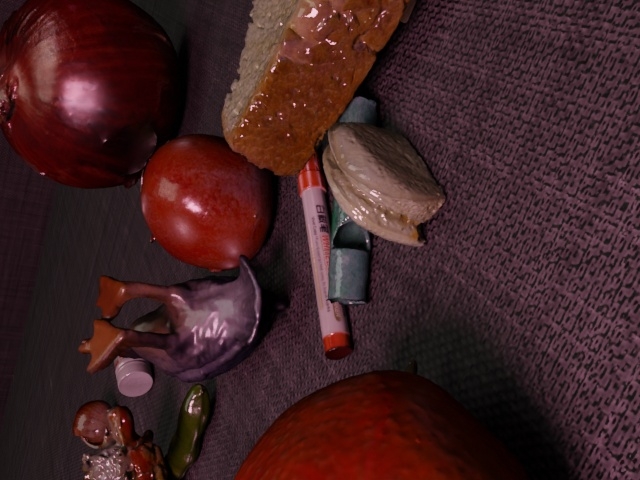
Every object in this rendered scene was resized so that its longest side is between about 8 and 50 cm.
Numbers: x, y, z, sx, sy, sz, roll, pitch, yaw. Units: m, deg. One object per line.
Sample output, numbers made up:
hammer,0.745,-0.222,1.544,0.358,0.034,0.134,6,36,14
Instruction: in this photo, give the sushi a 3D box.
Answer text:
sushi,-0.248,0.325,0.863,0.097,0.103,0.225,-19,83,41

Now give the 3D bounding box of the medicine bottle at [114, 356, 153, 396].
medicine bottle,-0.309,0.206,1.109,0.057,0.057,0.089,-65,33,24

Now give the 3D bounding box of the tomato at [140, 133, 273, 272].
tomato,-0.126,-0.047,0.780,0.167,0.167,0.167,-27,58,55

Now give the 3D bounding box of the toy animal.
toy animal,-0.159,0.097,0.765,0.298,0.185,0.122,-20,61,30

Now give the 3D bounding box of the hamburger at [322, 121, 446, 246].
hamburger,0.041,-0.055,0.544,0.054,0.084,0.121,-57,35,38

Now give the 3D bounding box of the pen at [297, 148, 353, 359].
pen,0.000,0.000,0.656,0.028,0.028,0.239,-45,44,46

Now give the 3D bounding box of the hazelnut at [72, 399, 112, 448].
hazelnut,-0.410,0.336,1.233,0.086,0.086,0.086,-27,58,55

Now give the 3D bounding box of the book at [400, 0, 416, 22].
book,0.068,-0.256,0.630,0.077,0.014,0.111,-66,32,24

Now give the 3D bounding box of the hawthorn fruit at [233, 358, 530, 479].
hawthorn fruit,0.044,0.157,0.394,0.196,0.197,0.225,-56,12,36

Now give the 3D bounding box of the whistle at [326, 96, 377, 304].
whistle,0.030,-0.036,0.606,0.039,0.039,0.186,-15,67,58

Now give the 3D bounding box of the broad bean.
broad bean,-0.186,0.268,0.887,0.226,0.039,0.069,-57,40,40

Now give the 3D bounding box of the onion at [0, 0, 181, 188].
onion,-0.387,-0.242,1.158,0.341,0.341,0.341,-27,58,55

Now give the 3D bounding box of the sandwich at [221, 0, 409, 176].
sandwich,-0.005,-0.240,0.629,0.288,0.100,0.254,-55,37,32
